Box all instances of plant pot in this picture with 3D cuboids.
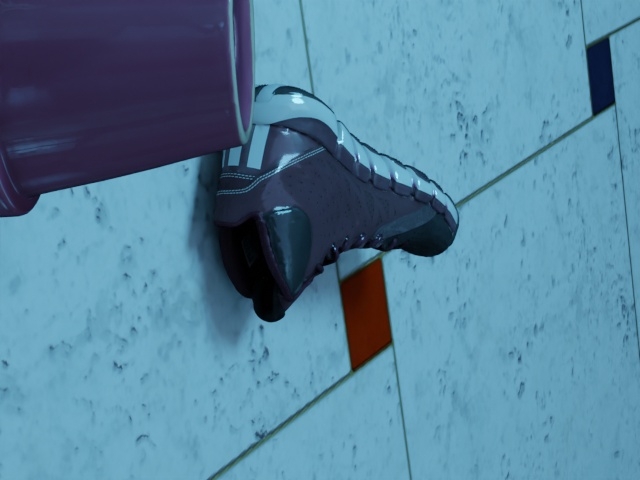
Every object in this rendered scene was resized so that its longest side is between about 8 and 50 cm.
[{"bbox_3d":[-0.131,-0.115,0.981,0.201,0.180,0.201,-2,90,-87],"label":"plant pot"}]

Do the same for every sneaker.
[{"bbox_3d":[0.000,0.000,1.386,0.281,0.106,0.162,31,67,-46],"label":"sneaker"}]
